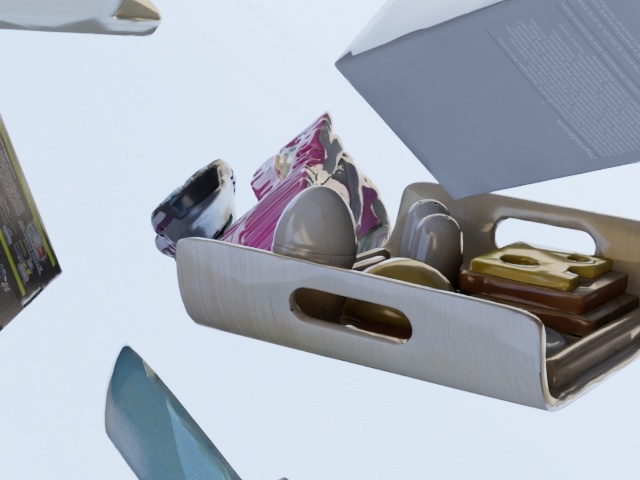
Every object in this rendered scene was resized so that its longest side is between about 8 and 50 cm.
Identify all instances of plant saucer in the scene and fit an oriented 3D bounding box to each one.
[{"bbox_3d":[-0.032,0.197,1.024,0.317,0.044,0.317,51,171,11],"label":"plant saucer"}]

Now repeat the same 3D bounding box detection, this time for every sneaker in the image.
[{"bbox_3d":[0.000,0.000,1.342,0.111,0.103,0.252,45,-151,-12],"label":"sneaker"},{"bbox_3d":[-0.084,-0.001,1.533,0.098,0.083,0.223,49,172,4],"label":"sneaker"}]

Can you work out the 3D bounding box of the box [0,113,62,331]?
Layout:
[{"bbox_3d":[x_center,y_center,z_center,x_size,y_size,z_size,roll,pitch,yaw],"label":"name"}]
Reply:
[{"bbox_3d":[-0.288,-0.057,1.268,0.216,0.060,0.270,-59,-49,-68],"label":"box"}]

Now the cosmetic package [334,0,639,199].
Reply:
[{"bbox_3d":[0.122,-0.102,0.791,0.107,0.127,0.238,47,156,-18],"label":"cosmetic package"}]

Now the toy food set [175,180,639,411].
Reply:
[{"bbox_3d":[0.084,0.010,1.081,0.220,0.092,0.306,12,-166,27],"label":"toy food set"}]

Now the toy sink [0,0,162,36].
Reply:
[{"bbox_3d":[-0.164,-0.213,1.010,0.153,0.131,0.234,46,-159,18],"label":"toy sink"}]

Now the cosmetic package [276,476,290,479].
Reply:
[{"bbox_3d":[0.049,0.442,1.767,0.377,0.097,0.284,42,-152,-39],"label":"cosmetic package"}]
